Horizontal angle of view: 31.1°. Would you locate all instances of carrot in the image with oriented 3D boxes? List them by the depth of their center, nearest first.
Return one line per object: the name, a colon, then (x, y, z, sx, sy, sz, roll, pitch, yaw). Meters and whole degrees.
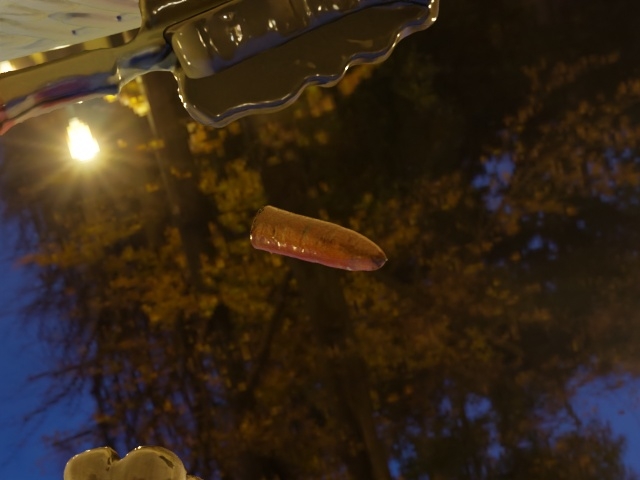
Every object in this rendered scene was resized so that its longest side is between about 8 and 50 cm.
carrot: (0.000, 0.000, 1.100, 0.139, 0.048, 0.048, 14, -152, 29)

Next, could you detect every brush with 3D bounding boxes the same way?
brush: (-0.088, -0.076, 0.511, 0.301, 0.071, 0.084, -24, -129, -20)

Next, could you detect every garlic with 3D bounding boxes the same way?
garlic: (-0.154, 0.224, 0.983, 0.131, 0.127, 0.194, 17, -168, 0)

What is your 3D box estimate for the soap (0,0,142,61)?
soap: (-0.162, -0.179, 0.693, 0.289, 0.095, 0.173, -8, 179, 29)
